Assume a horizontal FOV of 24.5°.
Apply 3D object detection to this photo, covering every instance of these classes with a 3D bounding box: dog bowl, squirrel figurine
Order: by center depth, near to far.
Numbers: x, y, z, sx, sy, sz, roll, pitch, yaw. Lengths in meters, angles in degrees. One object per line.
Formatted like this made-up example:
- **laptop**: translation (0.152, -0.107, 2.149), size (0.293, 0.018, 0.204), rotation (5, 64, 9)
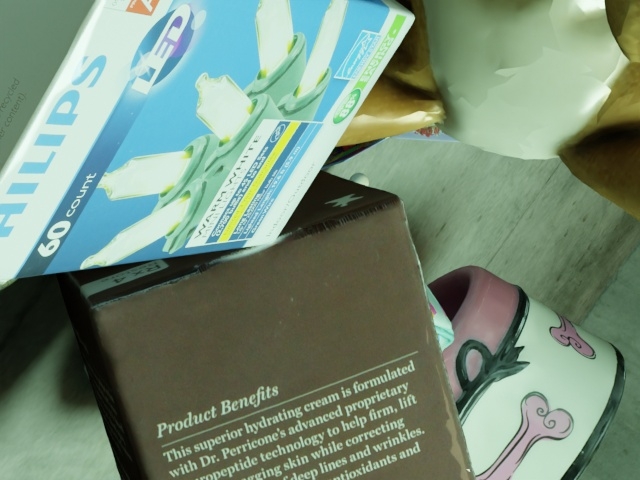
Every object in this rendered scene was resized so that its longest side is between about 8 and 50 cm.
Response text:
- **squirrel figurine**: translation (0.165, -0.254, 0.859), size (0.397, 0.281, 0.370), rotation (-55, 159, -49)
- **dog bowl**: translation (0.069, 0.188, 1.302), size (0.408, 0.150, 0.408), rotation (-45, -174, 6)

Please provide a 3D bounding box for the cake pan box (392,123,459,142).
- **cake pan box**: translation (0.220, -0.131, 1.136), size (0.246, 0.267, 0.070), rotation (-34, 123, -53)

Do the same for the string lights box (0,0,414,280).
- **string lights box**: translation (-0.068, -0.064, 0.580), size (0.133, 0.077, 0.259), rotation (-58, 163, 16)

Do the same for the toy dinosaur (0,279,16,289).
- **toy dinosaur**: translation (-0.242, 0.047, 0.557), size (0.313, 0.121, 0.160), rotation (-43, 171, -45)

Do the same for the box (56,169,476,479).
- **box**: translation (-0.031, 0.085, 0.805), size (0.168, 0.203, 0.167), rotation (-18, -167, -14)

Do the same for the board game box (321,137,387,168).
- **board game box**: translation (0.031, -0.092, 1.013), size (0.133, 0.033, 0.168), rotation (-36, -170, -27)

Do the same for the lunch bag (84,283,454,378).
- **lunch bag**: translation (-0.031, 0.084, 1.050), size (0.224, 0.108, 0.279), rotation (-36, 162, 8)

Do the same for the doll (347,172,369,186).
- **doll**: translation (0.000, 0.000, 1.148), size (0.129, 0.046, 0.189), rotation (-51, 158, 20)
